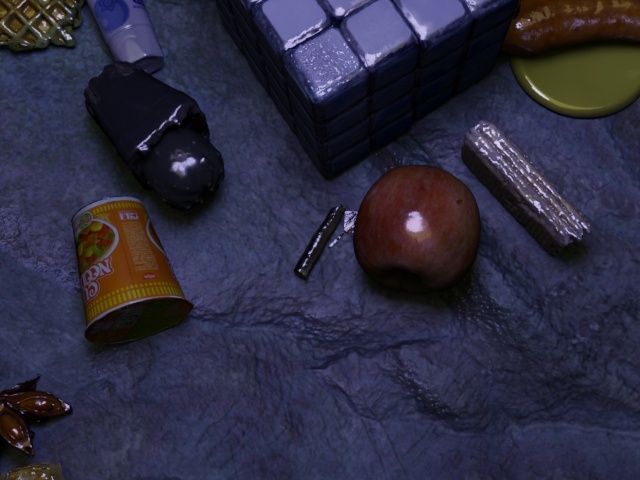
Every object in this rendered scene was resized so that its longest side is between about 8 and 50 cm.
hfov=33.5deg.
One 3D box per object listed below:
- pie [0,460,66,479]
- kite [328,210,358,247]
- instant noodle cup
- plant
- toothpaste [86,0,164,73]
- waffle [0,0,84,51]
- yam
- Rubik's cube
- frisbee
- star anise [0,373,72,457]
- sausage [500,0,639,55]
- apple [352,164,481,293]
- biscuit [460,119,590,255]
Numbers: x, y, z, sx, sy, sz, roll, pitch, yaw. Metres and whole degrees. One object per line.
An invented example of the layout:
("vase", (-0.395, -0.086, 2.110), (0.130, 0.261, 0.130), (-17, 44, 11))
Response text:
("pie", (-0.398, 0.464, 1.546), (0.129, 0.068, 0.282), (-17, 81, -4))
("kite", (0.047, -0.014, 1.668), (0.044, 0.002, 0.078), (24, 78, 7))
("instant noodle cup", (-0.295, 0.039, 1.600), (0.169, 0.168, 0.184), (-19, 71, -2))
("plant", (-0.247, -0.162, 1.631), (0.142, 0.164, 0.256), (-39, 77, -8))
("toothpaste", (-0.360, -0.439, 1.741), (0.125, 0.080, 0.371), (-14, 72, -39))
("waffle", (-0.493, -0.411, 1.751), (0.208, 0.054, 0.214), (1, 75, -1))
("yam", (0.000, 0.000, 1.657), (0.027, 0.033, 0.129), (22, 73, 34))
("Rubik's cube", (0.052, -0.353, 1.570), (0.337, 0.344, 0.343), (-31, 77, -6))
("frisbee", (0.422, -0.308, 1.713), (0.236, 0.017, 0.235), (-1, 77, 2))
("star anise", (-0.479, 0.276, 1.587), (0.213, 0.053, 0.157), (-4, 58, -7))
("sausage", (0.399, -0.347, 1.663), (0.271, 0.109, 0.108), (-9, 77, 0))
("apple", (0.144, -0.017, 1.574), (0.188, 0.188, 0.173), (18, 69, 6))
("biscuit", (0.308, -0.078, 1.618), (0.062, 0.108, 0.239), (-42, 79, -5))
